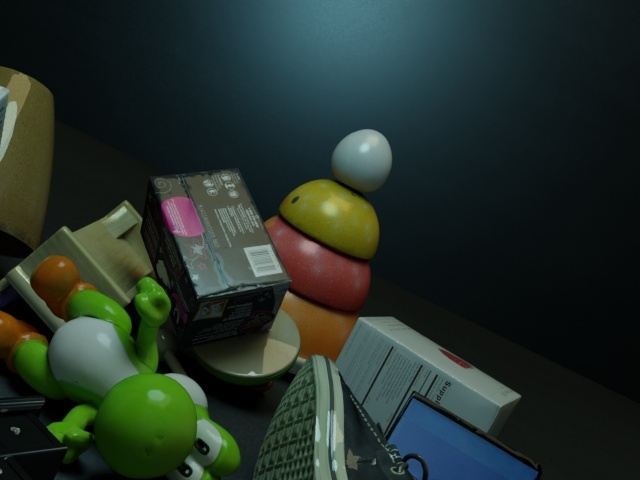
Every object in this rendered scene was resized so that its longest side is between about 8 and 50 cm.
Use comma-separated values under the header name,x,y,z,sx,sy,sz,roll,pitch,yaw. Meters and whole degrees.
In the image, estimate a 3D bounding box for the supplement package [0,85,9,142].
name,x,y,z,sx,sy,sz,roll,pitch,yaw
supplement package,-0.547,-0.114,0.946,0.204,0.145,0.262,26,38,-5

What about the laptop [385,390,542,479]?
name,x,y,z,sx,sy,sz,roll,pitch,yaw
laptop,0.178,0.354,1.108,0.234,0.137,0.264,28,9,16

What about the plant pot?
name,x,y,z,sx,sy,sz,roll,pitch,yaw
plant pot,-0.515,-0.132,1.206,0.237,0.255,0.237,13,-17,4

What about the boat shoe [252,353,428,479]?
name,x,y,z,sx,sy,sz,roll,pitch,yaw
boat shoe,0.031,0.301,0.859,0.155,0.187,0.500,25,15,-19

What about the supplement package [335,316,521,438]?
name,x,y,z,sx,sy,sz,roll,pitch,yaw
supplement package,0.180,0.283,1.409,0.292,0.175,0.177,31,8,24

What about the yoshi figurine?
name,x,y,z,sx,sy,sz,roll,pitch,yaw
yoshi figurine,-0.249,0.158,0.905,0.362,0.204,0.203,33,26,24

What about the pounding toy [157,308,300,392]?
name,x,y,z,sx,sy,sz,roll,pitch,yaw
pounding toy,-0.152,0.198,1.274,0.236,0.110,0.183,-17,48,-34

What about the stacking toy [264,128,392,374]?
name,x,y,z,sx,sy,sz,roll,pitch,yaw
stacking toy,0.000,0.000,1.541,0.350,0.480,0.350,26,8,-4

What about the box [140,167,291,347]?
name,x,y,z,sx,sy,sz,roll,pitch,yaw
box,-0.175,0.024,1.253,0.163,0.142,0.247,-9,55,-28

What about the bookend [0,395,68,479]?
name,x,y,z,sx,sy,sz,roll,pitch,yaw
bookend,-0.293,0.220,0.721,0.157,0.072,0.156,32,10,32

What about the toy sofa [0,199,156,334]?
name,x,y,z,sx,sy,sz,roll,pitch,yaw
toy sofa,-0.379,0.061,1.276,0.150,0.177,0.362,50,6,-7
